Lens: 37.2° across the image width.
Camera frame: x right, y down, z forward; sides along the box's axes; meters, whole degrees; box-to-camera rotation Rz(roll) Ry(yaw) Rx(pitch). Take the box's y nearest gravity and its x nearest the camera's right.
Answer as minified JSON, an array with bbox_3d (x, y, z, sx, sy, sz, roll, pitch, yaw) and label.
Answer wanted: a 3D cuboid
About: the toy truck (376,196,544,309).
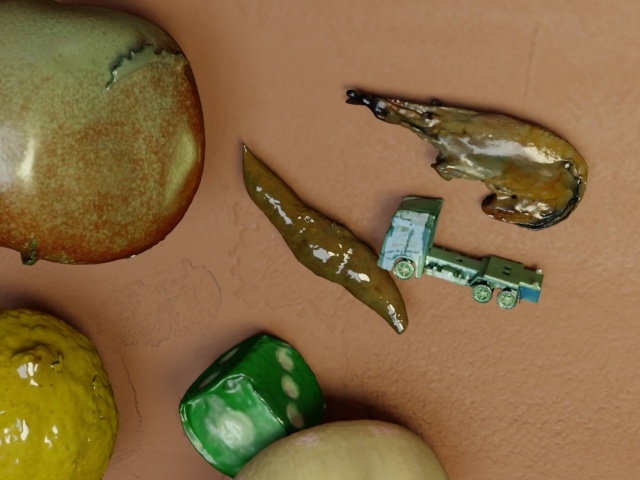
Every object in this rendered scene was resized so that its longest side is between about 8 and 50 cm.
[{"bbox_3d":[0.152,0.012,1.005,0.175,0.067,0.081,17,116,11],"label":"toy truck"}]

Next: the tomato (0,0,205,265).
[{"bbox_3d":[-0.262,-0.123,0.963,0.303,0.303,0.239,21,114,9],"label":"tomato"}]

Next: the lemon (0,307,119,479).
[{"bbox_3d":[-0.389,0.232,1.178,0.268,0.268,0.322,38,121,0],"label":"lemon"}]

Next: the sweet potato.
[{"bbox_3d":[0.000,0.000,1.055,0.274,0.067,0.067,44,119,-1],"label":"sweet potato"}]

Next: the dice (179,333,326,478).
[{"bbox_3d":[-0.080,0.197,1.134,0.131,0.120,0.128,-35,99,30],"label":"dice"}]

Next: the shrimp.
[{"bbox_3d":[0.139,-0.080,0.971,0.262,0.066,0.117,16,116,14],"label":"shrimp"}]

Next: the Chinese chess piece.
[{"bbox_3d":[0.021,0.320,1.087,0.269,0.112,0.270,-10,137,-9],"label":"Chinese chess piece"}]
